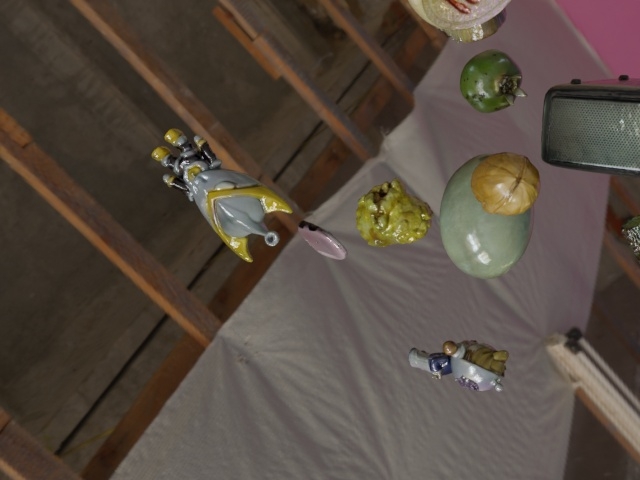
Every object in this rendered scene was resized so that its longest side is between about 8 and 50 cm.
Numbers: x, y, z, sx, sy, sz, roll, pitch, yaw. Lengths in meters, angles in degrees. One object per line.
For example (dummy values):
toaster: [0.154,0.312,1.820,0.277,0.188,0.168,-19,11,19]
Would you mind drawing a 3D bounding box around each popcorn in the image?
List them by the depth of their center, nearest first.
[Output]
popcorn: [0.213,-0.083,2.118,0.200,0.226,0.203,-16,-72,-27]

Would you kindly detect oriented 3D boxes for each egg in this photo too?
egg: [0.456,-0.068,1.995,0.258,0.258,0.352,26,-112,-32]

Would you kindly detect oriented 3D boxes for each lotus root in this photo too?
lotus root: [0.397,-0.585,1.886,0.261,0.170,0.075,-97,-19,-64]

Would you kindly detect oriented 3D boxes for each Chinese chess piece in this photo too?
Chinese chess piece: [0.302,-0.578,1.527,0.270,0.270,0.112,12,-139,-39]

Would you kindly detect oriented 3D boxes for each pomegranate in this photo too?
pomegranate: [0.501,-0.447,2.068,0.181,0.182,0.224,32,-172,-27]

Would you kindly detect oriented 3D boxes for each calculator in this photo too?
calculator: [0.000,0.000,1.511,0.024,0.166,0.103,-50,-64,-13]

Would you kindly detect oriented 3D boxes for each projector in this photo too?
projector: [0.864,-0.312,1.935,0.395,0.405,0.242,-13,-70,-41]

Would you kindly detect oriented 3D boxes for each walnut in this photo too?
walnut: [0.442,-0.135,1.741,0.159,0.159,0.207,59,-179,0]

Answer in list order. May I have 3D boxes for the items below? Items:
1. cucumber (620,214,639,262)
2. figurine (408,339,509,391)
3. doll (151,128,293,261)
cucumber: [0.840,0.104,1.719,0.096,0.096,0.360,-33,-87,-48]
figurine: [0.355,0.323,1.907,0.194,0.274,0.133,45,-126,-58]
doll: [-0.204,-0.103,1.492,0.316,0.103,0.145,42,-98,5]
